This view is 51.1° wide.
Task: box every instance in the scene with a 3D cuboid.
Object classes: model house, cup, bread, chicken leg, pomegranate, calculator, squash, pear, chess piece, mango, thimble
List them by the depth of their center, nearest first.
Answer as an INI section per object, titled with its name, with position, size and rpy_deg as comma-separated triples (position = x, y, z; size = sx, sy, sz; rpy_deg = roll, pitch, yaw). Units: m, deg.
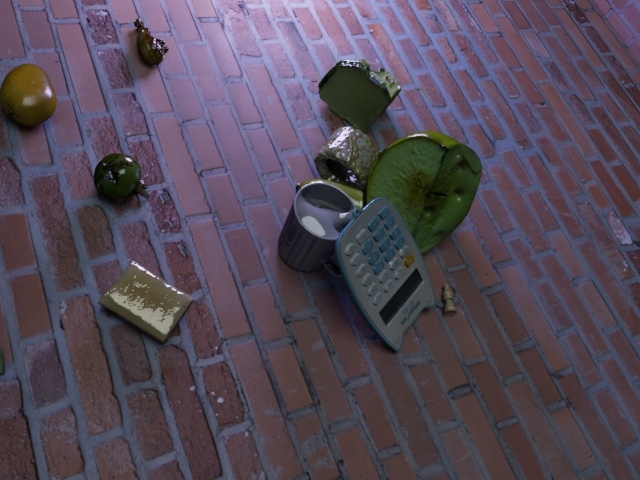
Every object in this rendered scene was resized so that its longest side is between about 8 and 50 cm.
[bread]
position = -0.403, 0.145, 1.562
size = 0.178, 0.060, 0.139
rpy_deg = 33, 55, 1
[pomegranate]
position = -0.497, -0.154, 1.693
size = 0.161, 0.122, 0.122
rpy_deg = 31, 42, -50
[calculator]
position = 0.162, 0.077, 1.701
size = 0.256, 0.054, 0.386
rpy_deg = -46, 123, -30
[cup]
position = -0.015, -0.004, 1.716
size = 0.166, 0.202, 0.221
rpy_deg = 7, 58, -17
[mango]
position = -0.754, -0.381, 1.735
size = 0.137, 0.098, 0.195
rpy_deg = 4, 51, -16
[squash]
position = 0.019, -0.114, 1.852
size = 0.186, 0.123, 0.123
rpy_deg = 20, 55, -10
[chess piece]
position = 0.355, 0.162, 1.862
size = 0.035, 0.035, 0.092
rpy_deg = 8, 53, -16
[pear]
position = 0.304, -0.151, 1.890
size = 0.238, 0.343, 0.318
rpy_deg = 35, 27, 34
[thimble]
position = 0.087, -0.225, 1.938
size = 0.190, 0.137, 0.143
rpy_deg = 42, 51, -11
[chicken leg]
position = -0.507, -0.593, 1.985
size = 0.093, 0.070, 0.178
rpy_deg = -11, 55, -33
[model house]
position = 0.137, -0.492, 2.096
size = 0.214, 0.195, 0.189
rpy_deg = 39, 46, 2

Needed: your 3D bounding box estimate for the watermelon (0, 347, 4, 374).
[watermelon]
position = -0.760, 0.226, 1.388
size = 0.202, 0.136, 0.207
rpy_deg = -39, 109, 2
